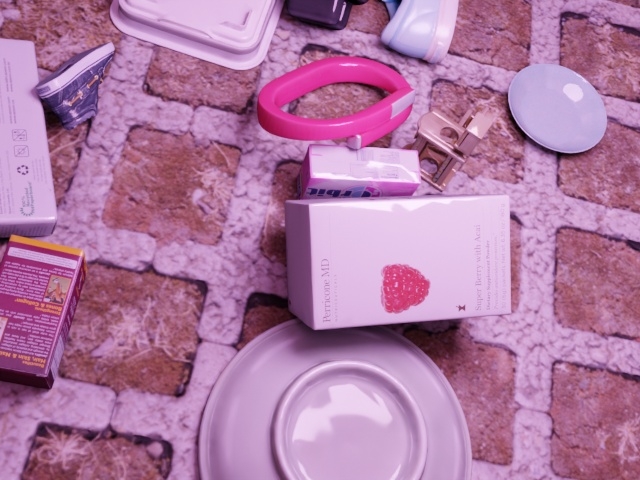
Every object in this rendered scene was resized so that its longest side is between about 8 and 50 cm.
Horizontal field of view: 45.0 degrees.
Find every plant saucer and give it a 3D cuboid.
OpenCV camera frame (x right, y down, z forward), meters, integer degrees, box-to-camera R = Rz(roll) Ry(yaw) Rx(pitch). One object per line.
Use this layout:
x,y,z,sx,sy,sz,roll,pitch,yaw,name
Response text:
0.433,-0.238,1.432,0.195,0.037,0.194,5,64,-11,plant saucer
0.034,0.281,1.072,0.401,0.100,0.400,5,65,-11,plant saucer

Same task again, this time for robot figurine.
0.028,-0.518,1.353,0.174,0.209,0.278,10,100,-25,robot figurine

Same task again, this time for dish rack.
-0.198,-0.481,1.384,0.286,0.072,0.332,18,65,-5,dish rack

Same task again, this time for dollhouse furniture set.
0.228,-0.203,1.288,0.101,0.182,0.161,35,64,4,dollhouse furniture set

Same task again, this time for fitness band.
0.030,-0.230,1.270,0.209,0.054,0.291,26,42,30,fitness band

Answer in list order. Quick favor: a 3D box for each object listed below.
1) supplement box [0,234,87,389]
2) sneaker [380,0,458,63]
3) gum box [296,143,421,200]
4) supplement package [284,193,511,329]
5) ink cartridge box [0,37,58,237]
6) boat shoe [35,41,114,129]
-0.399,0.099,1.066,0.104,0.081,0.188,12,64,-7,supplement box
0.177,-0.508,1.443,0.150,0.135,0.365,11,63,-11,sneaker
0.064,-0.098,1.245,0.189,0.107,0.062,2,66,-11,gum box
0.107,0.024,1.132,0.293,0.175,0.177,-3,95,-14,supplement package
-0.570,-0.155,1.114,0.330,0.071,0.323,-3,67,-28,ink cartridge box
-0.379,-0.250,1.245,0.065,0.083,0.183,-8,32,30,boat shoe
